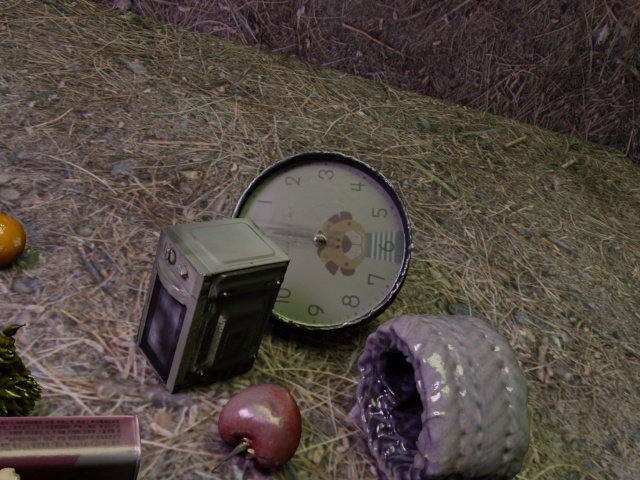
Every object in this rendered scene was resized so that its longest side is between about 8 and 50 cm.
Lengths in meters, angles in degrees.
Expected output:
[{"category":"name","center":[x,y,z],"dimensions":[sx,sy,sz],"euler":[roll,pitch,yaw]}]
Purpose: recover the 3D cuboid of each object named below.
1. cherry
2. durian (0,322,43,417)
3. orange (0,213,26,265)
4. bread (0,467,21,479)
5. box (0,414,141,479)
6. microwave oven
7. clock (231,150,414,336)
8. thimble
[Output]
[{"category":"cherry","center":[-0.076,0.229,0.856],"dimensions":[0.106,0.087,0.126],"euler":[20,32,-10]},{"category":"durian","center":[-0.364,0.159,0.700],"dimensions":[0.137,0.221,0.096],"euler":[-12,62,-26]},{"category":"orange","center":[-0.483,-0.002,1.003],"dimensions":[0.083,0.070,0.083],"euler":[12,29,-7]},{"category":"bread","center":[-0.298,0.344,0.414],"dimensions":[0.236,0.165,0.375],"euler":[-15,39,-6]},{"category":"box","center":[-0.303,0.232,0.676],"dimensions":[0.224,0.120,0.069],"euler":[8,35,-25]},{"category":"microwave oven","center":[-0.148,0.089,0.926],"dimensions":[0.163,0.205,0.129],"euler":[-9,40,-40]},{"category":"clock","center":[0.001,0.001,1.105],"dimensions":[0.312,0.313,0.061],"euler":[22,-13,3]},{"category":"thimble","center":[0.157,0.218,0.906],"dimensions":[0.157,0.217,0.246],"euler":[3,49,-22]}]
